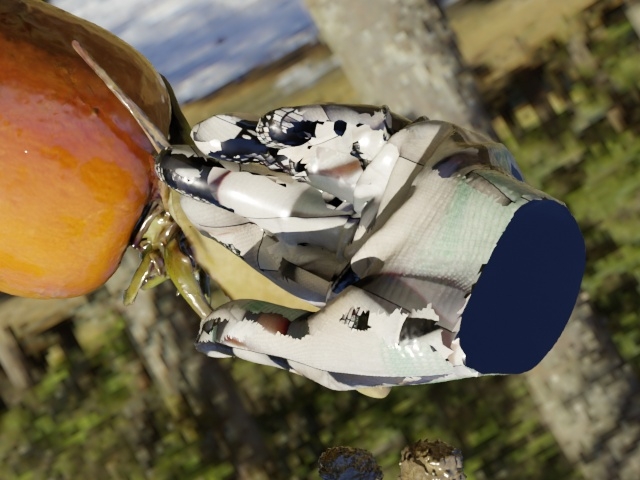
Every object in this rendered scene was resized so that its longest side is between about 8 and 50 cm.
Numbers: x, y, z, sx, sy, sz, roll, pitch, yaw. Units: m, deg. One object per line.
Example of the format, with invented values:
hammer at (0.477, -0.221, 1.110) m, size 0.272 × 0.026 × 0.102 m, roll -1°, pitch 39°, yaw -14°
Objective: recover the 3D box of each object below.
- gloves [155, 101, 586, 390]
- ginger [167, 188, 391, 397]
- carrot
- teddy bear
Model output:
gloves at (0.014, 0.000, 0.755) m, size 0.111 × 0.127 × 0.212 m, roll -7°, pitch -163°, yaw -34°
ginger at (-0.004, -0.001, 0.976) m, size 0.122 × 0.193 × 0.115 m, roll -49°, pitch -174°, yaw 39°
carrot at (-0.201, -0.067, 1.122) m, size 0.214 × 0.331 × 0.193 m, roll -52°, pitch -157°, yaw 29°
teddy bear at (0.046, 0.194, 1.027) m, size 0.119 × 0.160 × 0.078 m, roll -3°, pitch -167°, yaw 6°
